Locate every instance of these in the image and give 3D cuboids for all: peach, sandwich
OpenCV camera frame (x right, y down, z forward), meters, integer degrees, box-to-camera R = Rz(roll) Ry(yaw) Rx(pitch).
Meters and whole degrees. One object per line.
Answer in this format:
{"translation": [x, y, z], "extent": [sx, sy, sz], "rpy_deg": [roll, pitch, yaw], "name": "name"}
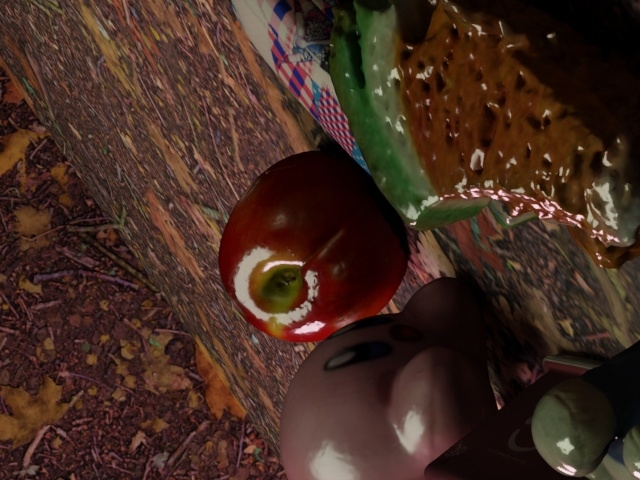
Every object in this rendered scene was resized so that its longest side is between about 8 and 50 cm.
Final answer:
{"translation": [0.000, 0.000, 1.781], "extent": [0.190, 0.226, 0.196], "rpy_deg": [22, 120, 11], "name": "peach"}
{"translation": [0.112, -0.066, 1.088], "extent": [0.250, 0.162, 0.301], "rpy_deg": [59, 171, -28], "name": "sandwich"}

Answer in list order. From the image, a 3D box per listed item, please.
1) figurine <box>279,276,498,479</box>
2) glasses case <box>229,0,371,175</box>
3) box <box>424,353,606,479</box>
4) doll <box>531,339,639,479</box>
{"translation": [0.071, 0.193, 1.627], "extent": [0.270, 0.211, 0.261], "rpy_deg": [-79, -27, -59], "name": "figurine"}
{"translation": [0.013, -0.148, 1.465], "extent": [0.327, 0.076, 0.125], "rpy_deg": [50, 168, 32], "name": "glasses case"}
{"translation": [0.217, 0.218, 1.387], "extent": [0.193, 0.167, 0.294], "rpy_deg": [57, 168, -10], "name": "box"}
{"translation": [0.266, 0.176, 1.118], "extent": [0.258, 0.154, 0.228], "rpy_deg": [55, -175, 22], "name": "doll"}
